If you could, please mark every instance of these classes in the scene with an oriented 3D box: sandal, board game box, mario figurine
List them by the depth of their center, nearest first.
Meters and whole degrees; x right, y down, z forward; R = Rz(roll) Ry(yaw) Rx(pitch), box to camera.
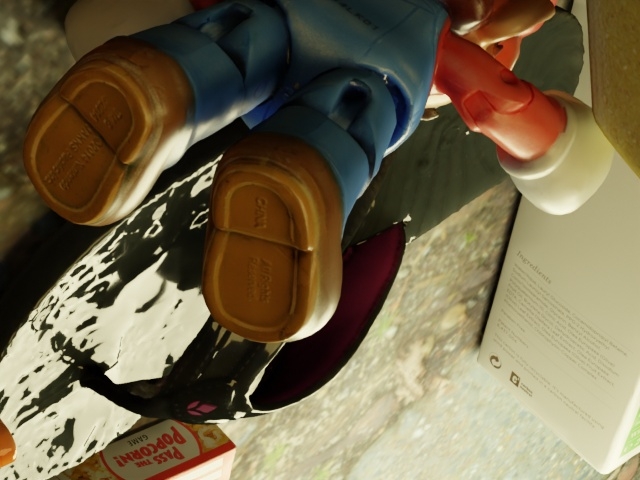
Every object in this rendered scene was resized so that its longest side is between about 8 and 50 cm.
[{"bbox_3d":[0.012,-0.063,0.602,0.320,0.170,0.198,-43,109,-49],"label":"mario figurine"},{"bbox_3d":[0.001,-0.002,0.728,0.446,0.107,0.167,-34,145,-21],"label":"sandal"},{"bbox_3d":[-0.151,0.198,0.812,0.193,0.045,0.147,-20,138,-37],"label":"board game box"}]

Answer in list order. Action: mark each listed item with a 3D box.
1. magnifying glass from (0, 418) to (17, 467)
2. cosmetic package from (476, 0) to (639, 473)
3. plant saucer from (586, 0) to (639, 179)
[{"bbox_3d":[-0.246,0.131,0.578,0.231,0.092,0.026,-20,133,-31],"label":"magnifying glass"},{"bbox_3d":[0.259,-0.028,0.966,0.197,0.155,0.365,-25,142,-31],"label":"cosmetic package"},{"bbox_3d":[0.170,-0.211,0.594,0.333,0.081,0.333,-66,152,-46],"label":"plant saucer"}]
